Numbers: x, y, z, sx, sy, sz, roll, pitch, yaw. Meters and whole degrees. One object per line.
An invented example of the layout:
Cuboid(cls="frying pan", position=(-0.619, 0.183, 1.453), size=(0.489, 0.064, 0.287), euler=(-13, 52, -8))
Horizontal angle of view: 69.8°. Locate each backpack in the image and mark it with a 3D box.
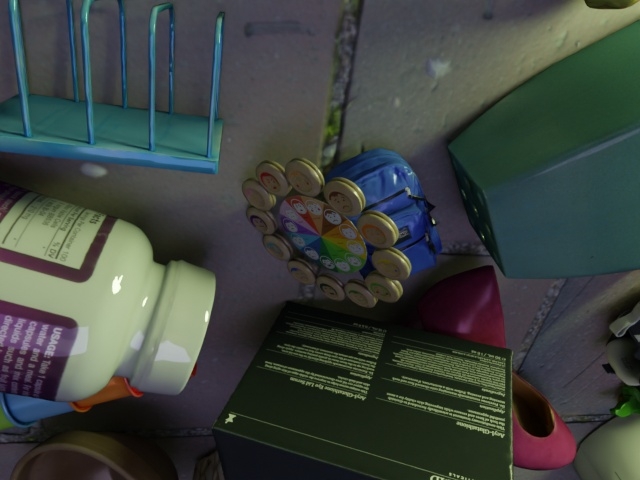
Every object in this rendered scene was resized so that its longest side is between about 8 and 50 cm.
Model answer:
Cuboid(cls="backpack", position=(0.065, -0.025, 0.453), size=(0.098, 0.101, 0.120), euler=(-26, 119, -1))

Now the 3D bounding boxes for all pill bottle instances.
Cuboid(cls="pill bottle", position=(-0.256, 0.043, 0.399), size=(0.302, 0.169, 0.169), euler=(20, 117, -20))

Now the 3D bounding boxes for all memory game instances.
Cuboid(cls="memory game", position=(0.000, 0.000, 0.436), size=(0.186, 0.012, 0.186), euler=(27, 147, 20))

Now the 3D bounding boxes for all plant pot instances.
Cuboid(cls="plant pot", position=(-0.264, 0.335, 0.595), size=(0.237, 0.110, 0.237), euler=(4, 105, 15))
Cuboid(cls="plant pot", position=(0.255, -0.070, 0.422), size=(0.234, 0.165, 0.165), euler=(-23, 123, 9))

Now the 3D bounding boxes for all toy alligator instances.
Cuboid(cls="toy alligator", position=(0.553, 0.252, 0.743), size=(0.190, 0.056, 0.051), euler=(-1, 82, -9))

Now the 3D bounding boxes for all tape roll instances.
Cuboid(cls="tape roll", position=(0.598, 0.419, 0.784), size=(0.246, 0.169, 0.246), euler=(-4, 123, -6))

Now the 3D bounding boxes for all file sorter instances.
Cuboid(cls="file sorter", position=(-0.158, -0.126, 0.341), size=(0.170, 0.118, 0.104), euler=(4, 118, -12))

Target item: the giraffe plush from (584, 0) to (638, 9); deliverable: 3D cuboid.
Cuboid(cls="giraffe plush", position=(0.211, -0.262, 0.293), size=(0.210, 0.181, 0.170), euler=(-1, 112, -29))

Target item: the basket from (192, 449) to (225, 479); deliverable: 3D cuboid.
Cuboid(cls="basket", position=(0.014, 0.440, 0.604), size=(0.266, 0.331, 0.328), euler=(-36, 121, 16))

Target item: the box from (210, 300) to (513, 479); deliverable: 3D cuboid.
Cuboid(cls="box", position=(0.052, 0.181, 0.474), size=(0.261, 0.184, 0.103), euler=(10, 123, 16))

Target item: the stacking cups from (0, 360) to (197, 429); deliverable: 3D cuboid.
Cuboid(cls="stacking cups", position=(-0.303, 0.157, 0.509), size=(0.316, 0.096, 0.096), euler=(-13, 123, -2))

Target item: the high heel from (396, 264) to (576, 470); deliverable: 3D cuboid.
Cuboid(cls="high heel", position=(0.263, 0.182, 0.594), size=(0.377, 0.127, 0.181), euler=(32, 123, -22))

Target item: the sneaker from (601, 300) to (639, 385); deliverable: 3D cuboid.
Cuboid(cls="sneaker", position=(0.484, 0.168, 0.650), size=(0.153, 0.094, 0.235), euler=(-32, 122, 12))
